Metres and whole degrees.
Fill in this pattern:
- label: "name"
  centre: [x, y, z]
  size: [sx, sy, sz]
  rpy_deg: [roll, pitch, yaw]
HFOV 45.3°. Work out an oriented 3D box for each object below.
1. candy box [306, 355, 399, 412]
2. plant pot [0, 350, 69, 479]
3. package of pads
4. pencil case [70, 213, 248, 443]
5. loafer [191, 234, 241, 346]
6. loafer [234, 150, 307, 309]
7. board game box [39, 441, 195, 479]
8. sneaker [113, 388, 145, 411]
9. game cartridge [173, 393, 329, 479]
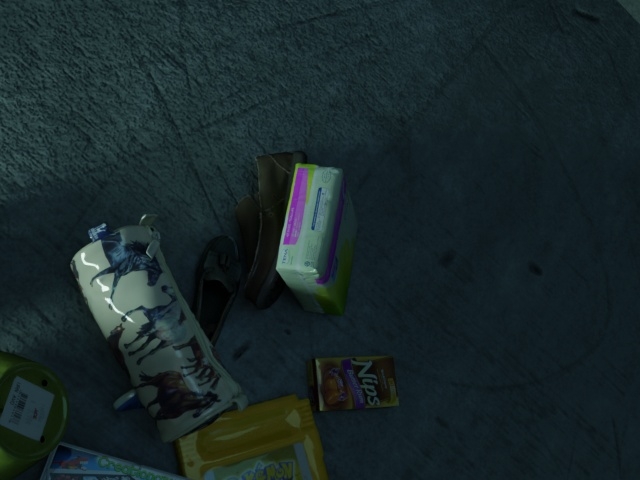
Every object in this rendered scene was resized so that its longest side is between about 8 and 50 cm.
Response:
- label: "candy box"
  centre: [0.068, 0.299, 1.602]
  size: [0.187, 0.053, 0.109]
  rpy_deg: [2, 73, -26]
- label: "plant pot"
  centre: [-0.526, 0.269, 1.139]
  size: [0.275, 0.294, 0.274]
  rpy_deg: [29, 54, -51]
- label: "package of pads"
  centre: [0.000, 0.000, 1.533]
  size: [0.101, 0.296, 0.229]
  rpy_deg: [6, 69, 12]
- label: "pencil case"
  centre: [-0.287, 0.159, 1.366]
  size: [0.410, 0.183, 0.160]
  rpy_deg: [58, 24, 14]
- label: "loafer"
  centre: [-0.205, 0.108, 1.512]
  size: [0.096, 0.084, 0.267]
  rpy_deg: [20, 67, -18]
- label: "loafer"
  centre: [-0.116, -0.027, 1.587]
  size: [0.130, 0.134, 0.366]
  rpy_deg: [9, 59, 2]
- label: "board game box"
  centre: [-0.344, 0.483, 1.327]
  size: [0.305, 0.053, 0.193]
  rpy_deg: [20, 70, -9]
- label: "sneaker"
  centre: [-0.301, 0.305, 1.424]
  size: [0.152, 0.058, 0.084]
  rpy_deg: [-18, 75, -35]
- label: "game cartridge"
  centre: [-0.115, 0.478, 1.464]
  size: [0.285, 0.053, 0.323]
  rpy_deg: [-10, 80, -27]
